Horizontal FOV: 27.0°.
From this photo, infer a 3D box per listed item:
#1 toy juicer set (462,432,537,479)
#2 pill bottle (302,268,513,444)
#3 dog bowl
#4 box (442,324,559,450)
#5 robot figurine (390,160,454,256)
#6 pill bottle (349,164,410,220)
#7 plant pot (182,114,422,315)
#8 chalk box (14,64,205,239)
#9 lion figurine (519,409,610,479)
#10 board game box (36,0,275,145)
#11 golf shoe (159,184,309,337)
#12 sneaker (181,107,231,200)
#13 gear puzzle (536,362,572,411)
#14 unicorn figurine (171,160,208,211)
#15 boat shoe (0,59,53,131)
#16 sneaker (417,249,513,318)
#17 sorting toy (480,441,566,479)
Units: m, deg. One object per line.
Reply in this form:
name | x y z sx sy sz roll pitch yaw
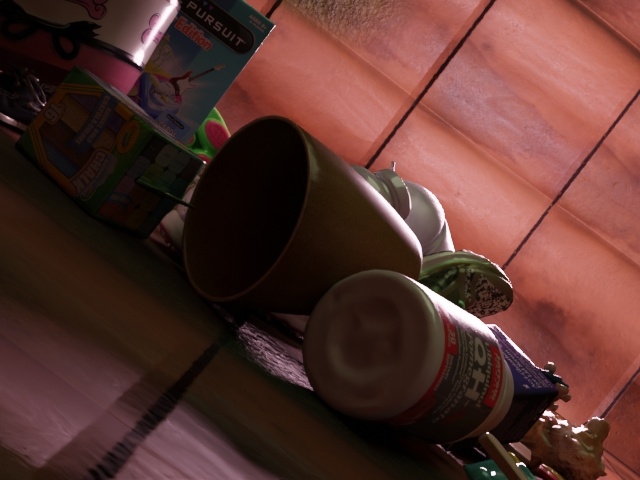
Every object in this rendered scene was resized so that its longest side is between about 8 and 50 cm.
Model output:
toy juicer set | 0.224 0.317 1.415 0.209 0.089 0.329 52 0 16
pill bottle | 0.124 0.157 1.646 0.176 0.176 0.318 40 5 32
dog bowl | -0.408 -0.313 1.828 0.408 0.150 0.408 16 -2 1
box | 0.217 0.208 1.914 0.207 0.108 0.153 4 36 -53
robot figurine | 0.139 0.038 2.359 0.200 0.300 0.353 1 -51 29
pill bottle | 0.012 -0.032 2.128 0.146 0.264 0.146 41 -38 43
plant pot | 0.000 0.000 1.664 0.254 0.237 0.237 23 11 -36
chalk box | -0.246 -0.095 1.661 0.213 0.132 0.132 40 4 29
lion figurine | 0.279 0.275 2.190 0.392 0.142 0.240 23 13 -5
board game box | -0.273 -0.283 2.096 0.254 0.336 0.079 36 4 -14
golf shoe | -0.067 0.025 1.793 0.306 0.140 0.115 37 2 -28
sneaker | -0.200 -0.121 2.378 0.483 0.185 0.202 38 -16 -31
gear puzzle | 0.347 0.266 2.452 0.175 0.044 0.339 27 -21 1
unicorn figurine | -0.174 -0.039 1.925 0.111 0.162 0.060 10 0 19
boat shoe | -0.399 -0.190 1.773 0.095 0.079 0.254 40 4 34
sneaker | 0.154 0.128 2.129 0.410 0.158 0.182 0 49 -32
sorting toy | 0.261 0.309 2.026 0.274 0.046 0.132 37 4 9
